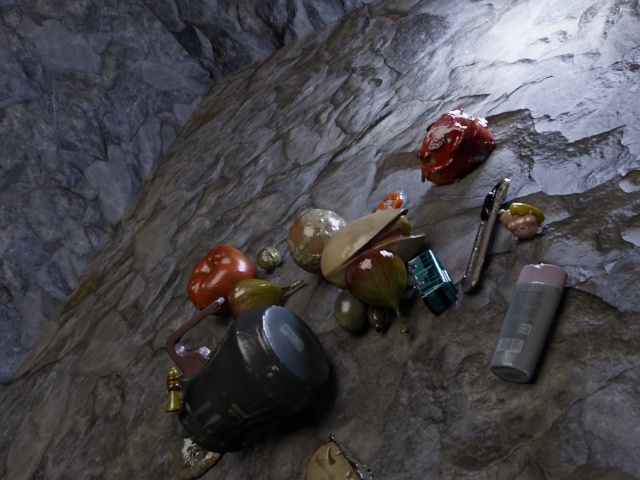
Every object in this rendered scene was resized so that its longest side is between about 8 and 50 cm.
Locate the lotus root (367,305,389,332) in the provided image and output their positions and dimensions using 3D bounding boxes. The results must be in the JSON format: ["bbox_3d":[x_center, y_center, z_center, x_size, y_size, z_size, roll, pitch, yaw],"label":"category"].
[{"bbox_3d":[0.153,0.201,1.674,0.049,0.054,0.099,-51,23,30],"label":"lotus root"}]

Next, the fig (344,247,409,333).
[{"bbox_3d":[0.168,0.131,1.642,0.160,0.230,0.143,-32,-6,-4],"label":"fig"}]

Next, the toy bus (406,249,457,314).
[{"bbox_3d":[0.285,0.105,1.618,0.092,0.079,0.160,-33,30,14],"label":"toy bus"}]

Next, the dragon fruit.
[{"bbox_3d":[0.399,-0.287,1.892,0.274,0.161,0.126,-42,28,-3],"label":"dragon fruit"}]

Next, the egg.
[{"bbox_3d":[0.000,0.000,1.956,0.203,0.203,0.245,-34,8,15],"label":"egg"}]

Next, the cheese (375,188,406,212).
[{"bbox_3d":[0.189,-0.064,1.977,0.106,0.037,0.256,7,55,54],"label":"cheese"}]

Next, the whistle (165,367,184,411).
[{"bbox_3d":[-0.369,0.378,1.601,0.046,0.057,0.109,-7,64,-6],"label":"whistle"}]

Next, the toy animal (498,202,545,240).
[{"bbox_3d":[0.487,-0.042,1.566,0.114,0.091,0.082,-6,60,43],"label":"toy animal"}]

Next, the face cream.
[{"bbox_3d":[0.445,0.170,1.358,0.107,0.073,0.269,0,50,43],"label":"face cream"}]

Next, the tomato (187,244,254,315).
[{"bbox_3d":[-0.340,0.143,2.191,0.260,0.180,0.259,-32,31,22],"label":"tomato"}]

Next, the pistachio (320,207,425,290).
[{"bbox_3d":[0.137,0.024,1.772,0.299,0.187,0.187,-34,32,15],"label":"pistachio"}]

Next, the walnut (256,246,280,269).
[{"bbox_3d":[-0.180,0.063,2.207,0.092,0.092,0.092,-29,33,22],"label":"walnut"}]

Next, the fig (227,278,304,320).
[{"bbox_3d":[-0.172,0.176,2.024,0.257,0.159,0.159,-22,33,1],"label":"fig"}]

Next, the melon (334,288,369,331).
[{"bbox_3d":[0.085,0.188,1.727,0.098,0.098,0.130,-27,39,25],"label":"melon"}]

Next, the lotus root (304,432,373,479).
[{"bbox_3d":[0.046,0.546,1.352,0.170,0.074,0.260,-42,32,4],"label":"lotus root"}]

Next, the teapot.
[{"bbox_3d":[-0.210,0.339,1.644,0.362,0.376,0.305,-40,0,19],"label":"teapot"}]

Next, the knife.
[{"bbox_3d":[0.421,-0.020,1.633,0.089,0.043,0.365,114,-178,-61],"label":"knife"}]

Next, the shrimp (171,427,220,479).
[{"bbox_3d":[-0.322,0.534,1.799,0.178,0.075,0.289,-2,48,37],"label":"shrimp"}]
